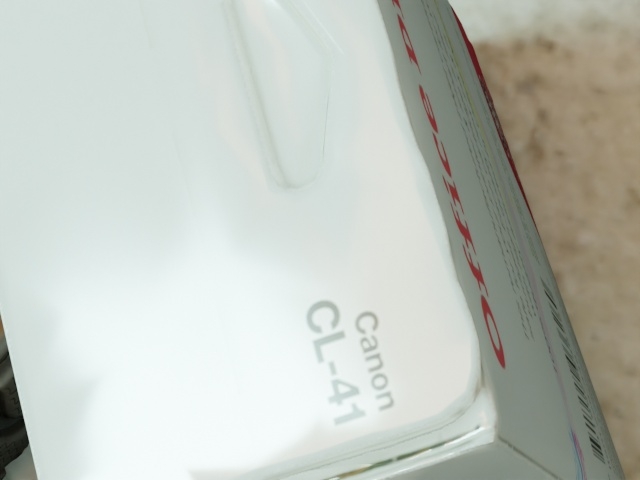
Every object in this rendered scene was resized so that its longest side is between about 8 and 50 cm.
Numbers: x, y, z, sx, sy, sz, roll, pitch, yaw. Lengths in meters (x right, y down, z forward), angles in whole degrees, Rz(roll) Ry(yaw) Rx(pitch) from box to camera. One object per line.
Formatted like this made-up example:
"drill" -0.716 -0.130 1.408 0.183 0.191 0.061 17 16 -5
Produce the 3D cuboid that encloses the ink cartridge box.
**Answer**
"ink cartridge box" 0.000 0.000 0.657 0.131 0.306 0.226 -20 72 12

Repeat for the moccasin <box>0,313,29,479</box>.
"moccasin" -0.275 0.123 0.814 0.380 0.139 0.147 -36 78 16
